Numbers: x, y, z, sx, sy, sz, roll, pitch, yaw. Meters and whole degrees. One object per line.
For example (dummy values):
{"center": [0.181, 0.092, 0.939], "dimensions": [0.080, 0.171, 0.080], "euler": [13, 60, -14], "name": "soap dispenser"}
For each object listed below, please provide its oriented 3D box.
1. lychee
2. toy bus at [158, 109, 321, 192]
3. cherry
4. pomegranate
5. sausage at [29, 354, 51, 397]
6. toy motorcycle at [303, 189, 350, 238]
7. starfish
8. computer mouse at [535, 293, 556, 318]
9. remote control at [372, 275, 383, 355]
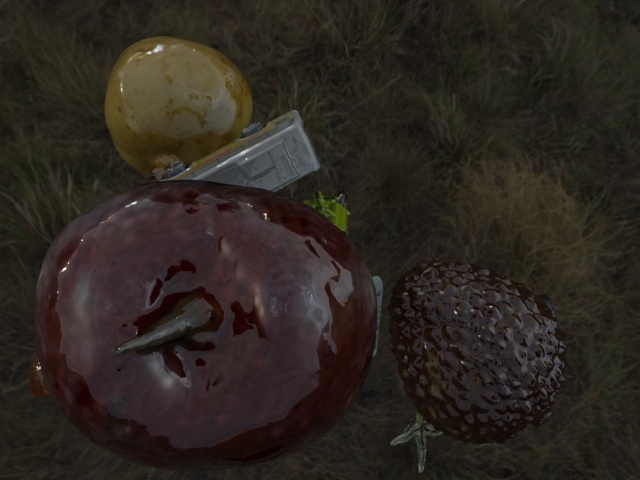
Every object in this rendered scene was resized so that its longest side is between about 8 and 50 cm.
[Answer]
{"center": [0.206, 0.147, 0.793], "dimensions": [0.235, 0.236, 0.271], "euler": [-34, 78, -16], "name": "lychee"}
{"center": [-0.126, -0.083, 0.791], "dimensions": [0.268, 0.106, 0.092], "euler": [-28, 115, -4], "name": "toy bus"}
{"center": [-0.077, 0.057, 0.434], "dimensions": [0.230, 0.300, 0.203], "euler": [-5, 91, -4], "name": "cherry"}
{"center": [-0.305, -0.256, 1.248], "dimensions": [0.342, 0.342, 0.343], "euler": [2, 71, -5], "name": "pomegranate"}
{"center": [-0.590, 0.322, 1.417], "dimensions": [0.267, 0.153, 0.141], "euler": [-3, 64, 19], "name": "sausage"}
{"center": [0.002, 0.001, 1.443], "dimensions": [0.206, 0.342, 0.142], "euler": [-39, 110, 20], "name": "toy motorcycle"}
{"center": [0.241, 0.424, 1.354], "dimensions": [0.208, 0.053, 0.176], "euler": [-32, 114, -34], "name": "starfish"}
{"center": [0.450, 0.232, 1.316], "dimensions": [0.116, 0.323, 0.183], "euler": [19, 69, -2], "name": "computer mouse"}
{"center": [0.100, 0.158, 1.172], "dimensions": [0.029, 0.065, 0.167], "euler": [9, 103, 25], "name": "remote control"}
